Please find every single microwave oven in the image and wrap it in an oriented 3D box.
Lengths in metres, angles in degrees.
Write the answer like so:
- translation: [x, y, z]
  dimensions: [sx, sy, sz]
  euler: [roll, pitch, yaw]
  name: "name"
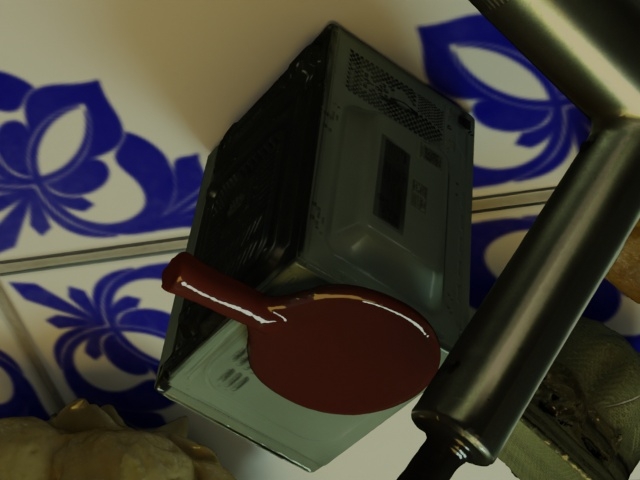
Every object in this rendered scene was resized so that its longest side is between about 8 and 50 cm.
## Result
- translation: [0.000, 0.000, 0.846]
  dimensions: [0.122, 0.208, 0.162]
  euler: [31, 129, -21]
  name: "microwave oven"

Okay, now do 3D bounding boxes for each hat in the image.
- translation: [0.175, 0.112, 0.988]
  dimensions: [0.110, 0.252, 0.252]
  euler: [-46, 123, -8]
  name: "hat"

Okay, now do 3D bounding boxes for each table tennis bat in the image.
- translation: [-0.010, 0.047, 0.734]
  dimensions: [0.154, 0.019, 0.098]
  euler: [28, 131, -22]
  name: "table tennis bat"

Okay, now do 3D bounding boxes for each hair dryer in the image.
- translation: [0.096, -0.048, 0.684]
  dimensions: [0.320, 0.284, 0.155]
  euler: [48, 142, -11]
  name: "hair dryer"

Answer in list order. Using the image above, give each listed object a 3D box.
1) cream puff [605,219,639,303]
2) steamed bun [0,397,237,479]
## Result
- translation: [0.238, -0.010, 0.876]
  dimensions: [0.144, 0.103, 0.126]
  euler: [20, 152, 13]
  name: "cream puff"
- translation: [-0.170, 0.217, 1.130]
  dimensions: [0.292, 0.137, 0.295]
  euler: [38, 133, -27]
  name: "steamed bun"
